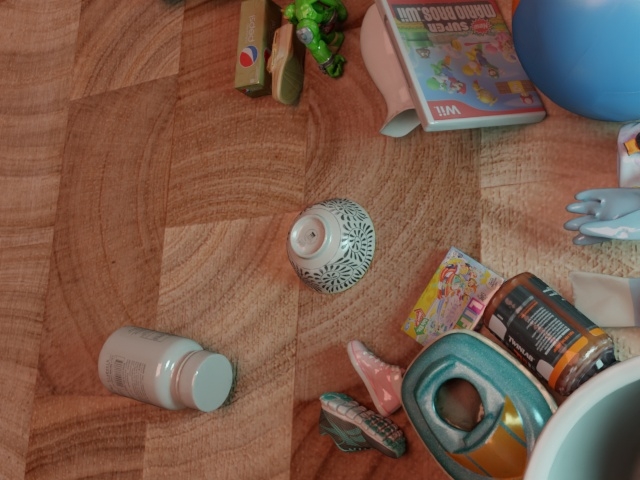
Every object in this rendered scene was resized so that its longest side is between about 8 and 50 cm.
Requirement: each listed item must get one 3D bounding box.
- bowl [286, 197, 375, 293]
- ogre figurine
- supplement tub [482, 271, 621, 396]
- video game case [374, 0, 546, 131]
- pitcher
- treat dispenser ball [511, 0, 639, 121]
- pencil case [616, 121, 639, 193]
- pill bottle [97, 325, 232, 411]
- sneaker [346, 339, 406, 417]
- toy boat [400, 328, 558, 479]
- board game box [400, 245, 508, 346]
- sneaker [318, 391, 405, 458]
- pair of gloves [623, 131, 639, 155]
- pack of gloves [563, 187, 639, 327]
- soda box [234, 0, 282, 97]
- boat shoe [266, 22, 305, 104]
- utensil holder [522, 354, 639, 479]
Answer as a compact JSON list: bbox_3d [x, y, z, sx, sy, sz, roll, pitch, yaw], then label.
[{"bbox_3d":[0.000,0.000,1.389,0.170,0.080,0.170,-10,72,31],"label":"bowl"},{"bbox_3d":[-0.003,-0.403,1.473,0.097,0.118,0.197,11,83,35],"label":"ogre figurine"},{"bbox_3d":[0.323,0.139,1.125,0.106,0.106,0.198,-53,56,11],"label":"supplement tub"},{"bbox_3d":[0.210,-0.298,1.278,0.025,0.204,0.285,119,139,-58],"label":"video game case"},{"bbox_3d":[0.157,-0.293,1.341,0.178,0.125,0.207,-15,79,27],"label":"pitcher"},{"bbox_3d":[0.397,-0.300,1.080,0.288,0.288,0.288,-9,73,31],"label":"treat dispenser ball"},{"bbox_3d":[0.521,-0.107,1.056,0.273,0.113,0.124,-5,87,32],"label":"pencil case"},{"bbox_3d":[-0.276,0.233,1.477,0.229,0.131,0.131,7,82,35],"label":"pill bottle"},{"bbox_3d":[0.098,0.202,1.291,0.070,0.051,0.134,-38,64,18],"label":"sneaker"},{"bbox_3d":[0.183,0.298,1.143,0.267,0.148,0.318,44,104,26],"label":"toy boat"},{"bbox_3d":[0.205,0.100,1.261,0.103,0.026,0.154,35,97,34],"label":"board game box"},{"bbox_3d":[0.061,0.304,1.292,0.166,0.065,0.076,26,109,38],"label":"sneaker"},{"bbox_3d":[0.430,-0.109,1.038,0.074,0.010,0.083,-29,58,24],"label":"pair of gloves"},{"bbox_3d":[0.408,0.029,1.058,0.232,0.046,0.195,-1,98,50],"label":"pack of gloves"},{"bbox_3d":[-0.119,-0.370,1.576,0.061,0.058,0.181,-4,76,32],"label":"soda box"},{"bbox_3d":[-0.069,-0.327,1.534,0.059,0.063,0.170,-5,66,35],"label":"boat shoe"},{"bbox_3d":[0.425,0.293,0.848,0.328,0.385,0.327,-10,72,31],"label":"utensil holder"}]
